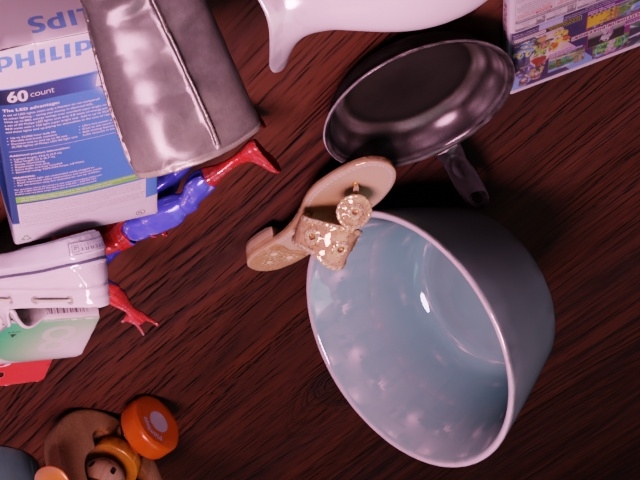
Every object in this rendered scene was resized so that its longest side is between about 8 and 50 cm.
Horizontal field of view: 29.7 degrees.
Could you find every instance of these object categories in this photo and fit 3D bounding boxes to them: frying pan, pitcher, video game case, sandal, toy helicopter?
[{"bbox_3d":[0.135,-0.128,1.219,0.197,0.053,0.326,-38,149,30],"label":"frying pan"},{"bbox_3d":[0.032,-0.233,0.916,0.207,0.125,0.178,-16,138,13],"label":"pitcher"},{"bbox_3d":[0.271,-0.234,1.164,0.201,0.023,0.183,-21,151,-3],"label":"video game case"},{"bbox_3d":[0.005,0.001,1.275,0.088,0.079,0.240,9,151,-36],"label":"sandal"},{"bbox_3d":[-0.241,0.375,1.506,0.140,0.355,0.235,-34,167,22],"label":"toy helicopter"}]

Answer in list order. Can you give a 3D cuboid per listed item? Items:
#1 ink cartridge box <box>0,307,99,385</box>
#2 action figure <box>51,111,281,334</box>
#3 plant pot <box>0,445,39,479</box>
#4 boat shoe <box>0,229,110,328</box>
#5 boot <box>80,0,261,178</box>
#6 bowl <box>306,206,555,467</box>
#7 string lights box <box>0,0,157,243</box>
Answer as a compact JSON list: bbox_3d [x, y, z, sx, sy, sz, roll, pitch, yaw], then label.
[{"bbox_3d":[-0.360,0.128,1.320,0.181,0.056,0.224,-3,145,-30],"label":"ink cartridge box"},{"bbox_3d":[-0.151,-0.010,1.180,0.280,0.091,0.139,-30,142,14],"label":"action figure"},{"bbox_3d":[-0.490,0.440,1.574,0.293,0.235,0.293,-16,152,-9],"label":"plant pot"},{"bbox_3d":[-0.284,0.046,1.118,0.226,0.076,0.083,-11,-178,41],"label":"boat shoe"},{"bbox_3d":[-0.088,-0.167,0.856,0.190,0.076,0.208,-24,108,3],"label":"boot"},{"bbox_3d":[0.146,0.086,1.387,0.163,0.311,0.311,-25,159,-37],"label":"bowl"},{"bbox_3d":[-0.205,-0.107,0.995,0.133,0.076,0.259,-13,150,-17],"label":"string lights box"}]
